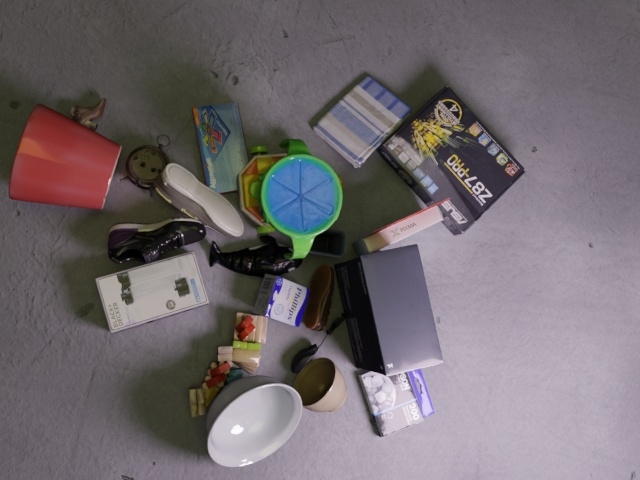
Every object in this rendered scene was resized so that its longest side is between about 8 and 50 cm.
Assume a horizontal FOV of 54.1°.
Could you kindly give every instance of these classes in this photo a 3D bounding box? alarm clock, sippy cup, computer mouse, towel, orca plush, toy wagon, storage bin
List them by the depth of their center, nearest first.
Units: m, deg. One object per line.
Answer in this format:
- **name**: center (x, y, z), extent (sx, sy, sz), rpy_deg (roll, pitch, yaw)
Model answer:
- **sippy cup**: center (-0.080, -0.118, 1.809), extent (0.240, 0.224, 0.305), rpy_deg (34, 79, -12)
- **alarm clock**: center (-0.512, -0.239, 1.898), extent (0.129, 0.064, 0.192), rpy_deg (27, 75, -7)
- **orca plush**: center (-0.191, 0.046, 1.907), extent (0.287, 0.102, 0.151), rpy_deg (17, 80, -9)
- **computer mouse**: center (-0.010, 0.310, 1.932), extent (0.041, 0.071, 0.242), rpy_deg (42, 75, 4)
- **storage bin**: center (0.000, 0.000, 1.945), extent (0.135, 0.091, 0.098), rpy_deg (10, 83, -30)
- **toy wagon**: center (-0.084, -0.166, 1.961), extent (0.344, 0.068, 0.267), rpy_deg (-5, 90, -16)
- **towel**: center (0.137, -0.392, 2.051), extent (0.209, 0.034, 0.285), rpy_deg (41, 75, 10)

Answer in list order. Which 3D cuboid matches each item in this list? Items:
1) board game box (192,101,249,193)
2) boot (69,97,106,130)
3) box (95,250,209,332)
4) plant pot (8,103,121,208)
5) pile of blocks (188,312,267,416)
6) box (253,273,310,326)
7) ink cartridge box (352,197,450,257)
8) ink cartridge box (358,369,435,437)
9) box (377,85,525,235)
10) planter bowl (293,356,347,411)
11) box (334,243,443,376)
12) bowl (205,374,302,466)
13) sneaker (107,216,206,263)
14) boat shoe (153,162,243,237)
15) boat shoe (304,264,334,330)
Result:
- **board game box**: center (-0.305, -0.287, 1.962), extent (0.145, 0.027, 0.281), rpy_deg (-10, 85, -15)
- **boot**: center (-0.705, -0.386, 1.883), extent (0.087, 0.042, 0.118), rpy_deg (18, 79, -7)
- **box**: center (-0.490, 0.152, 1.839), extent (0.290, 0.087, 0.169), rpy_deg (-15, 86, -13)
- **plant pot**: center (-0.708, -0.213, 1.765), extent (0.243, 0.275, 0.275), rpy_deg (17, 80, -20)
- **pile of blocks**: center (-0.262, 0.372, 1.847), extent (0.149, 0.112, 0.362), rpy_deg (32, 78, -6)
- **box**: center (-0.116, 0.181, 1.896), extent (0.137, 0.072, 0.126), rpy_deg (24, 78, -37)
- **ink cartridge box**: center (0.256, -0.036, 1.941), extent (0.275, 0.239, 0.060), rpy_deg (-24, 88, -13)
- **ink cartridge box**: center (0.248, 0.486, 1.977), extent (0.208, 0.045, 0.206), rpy_deg (-18, 87, -15)
- **box**: center (0.433, -0.264, 2.081), extent (0.318, 0.097, 0.395), rpy_deg (-43, 92, -10)
- **planter bowl**: center (0.012, 0.449, 1.886), extent (0.109, 0.162, 0.162), rpy_deg (45, 75, -31)
- **box**: center (0.192, 0.206, 1.861), extent (0.179, 0.312, 0.343), rpy_deg (-11, 86, -13)
- **bowl**: center (-0.212, 0.493, 1.802), extent (0.298, 0.134, 0.297), rpy_deg (-18, 128, -25)
- **sneaker**: center (-0.473, 0.016, 1.830), extent (0.283, 0.107, 0.124), rpy_deg (-7, 48, -6)
- **boat shoe**: center (-0.364, -0.106, 1.886), extent (0.305, 0.091, 0.109), rpy_deg (41, 37, -23)
- **boat shoe**: center (0.004, 0.180, 1.955), extent (0.073, 0.073, 0.207), rpy_deg (24, 80, -49)
